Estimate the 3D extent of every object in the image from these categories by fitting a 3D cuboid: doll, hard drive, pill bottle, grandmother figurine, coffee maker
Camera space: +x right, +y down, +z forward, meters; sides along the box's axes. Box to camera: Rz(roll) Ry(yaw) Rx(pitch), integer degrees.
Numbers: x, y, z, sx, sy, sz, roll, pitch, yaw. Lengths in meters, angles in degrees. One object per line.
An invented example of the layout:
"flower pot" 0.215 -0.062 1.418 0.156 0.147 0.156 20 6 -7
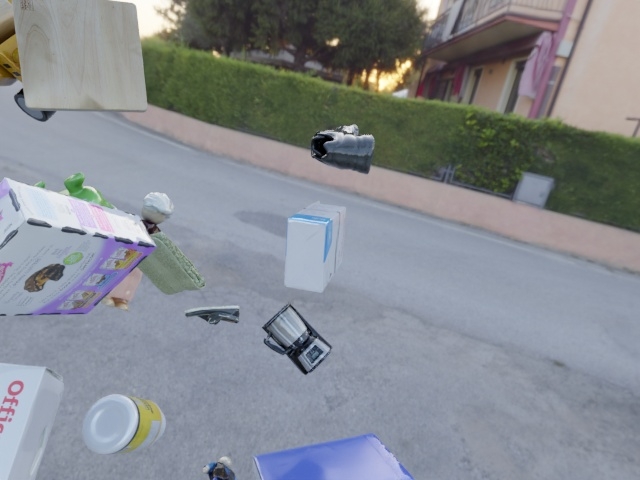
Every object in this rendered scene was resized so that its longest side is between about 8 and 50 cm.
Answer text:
"doll" -0.231 0.588 0.984 0.129 0.046 0.189 41 -9 -13
"hard drive" 0.024 0.534 0.927 0.318 0.040 0.210 0 5 -21
"pill bottle" -0.383 0.371 0.820 0.103 0.103 0.184 14 -24 8
"grandmother figurine" -0.516 0.017 1.138 0.104 0.342 0.208 18 -16 12
"coffee maker" -0.059 0.264 1.118 0.178 0.120 0.171 47 8 4

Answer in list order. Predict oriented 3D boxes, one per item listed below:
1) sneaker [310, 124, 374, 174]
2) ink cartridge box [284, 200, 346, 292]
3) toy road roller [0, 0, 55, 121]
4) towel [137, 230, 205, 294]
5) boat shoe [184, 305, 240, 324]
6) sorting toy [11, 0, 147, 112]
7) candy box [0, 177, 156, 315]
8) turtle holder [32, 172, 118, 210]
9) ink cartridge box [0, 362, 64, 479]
"sneaker" 0.034 -0.232 0.986 0.130 0.109 0.286 3 15 -13
"ink cartridge box" 0.000 0.000 0.652 0.060 0.104 0.180 7 16 13
"toy road roller" -0.767 -0.506 1.080 0.240 0.329 0.202 -7 47 41
"towel" -0.294 0.047 0.762 0.110 0.148 0.027 -12 38 24
"boat shoe" -0.443 0.310 1.682 0.233 0.079 0.084 7 -12 -36
"sorting toy" -0.573 -0.441 0.994 0.255 0.257 0.089 -6 6 -22
"candy box" -0.350 0.022 0.531 0.070 0.165 0.196 52 9 20
"turtle holder" -0.587 0.022 0.915 0.320 0.227 0.243 -28 43 1
"ink cartridge box" -0.530 0.260 0.523 0.289 0.121 0.211 10 61 -16
